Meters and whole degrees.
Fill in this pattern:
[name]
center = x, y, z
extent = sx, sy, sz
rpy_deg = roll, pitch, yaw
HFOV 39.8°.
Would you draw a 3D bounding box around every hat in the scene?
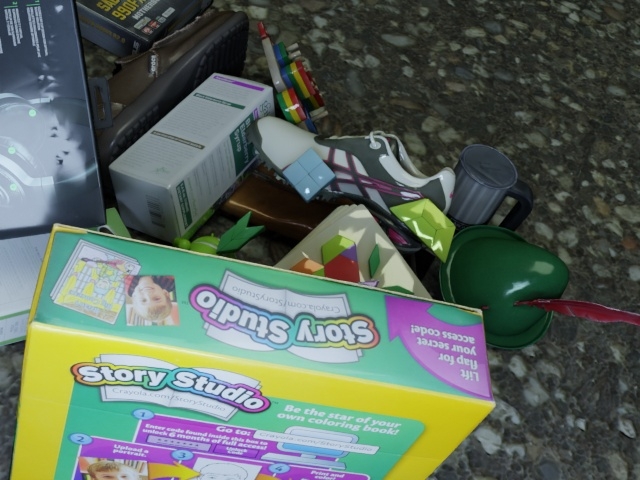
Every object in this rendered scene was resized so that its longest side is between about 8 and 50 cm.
[hat]
center = 0.284, 0.038, 1.114
extent = 0.208, 0.183, 0.173
rpy_deg = 13, 67, -20

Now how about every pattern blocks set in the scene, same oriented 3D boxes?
[pattern blocks set]
center = 0.036, 0.067, 0.995
extent = 0.325, 0.026, 0.285
rpy_deg = 39, 87, 6

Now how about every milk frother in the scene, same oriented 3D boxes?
[milk frother]
center = 0.222, -0.078, 1.252
extent = 0.129, 0.135, 0.143
rpy_deg = 7, 49, -19

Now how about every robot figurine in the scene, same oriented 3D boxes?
[robot figurine]
center = -0.141, 0.041, 1.037
extent = 0.101, 0.067, 0.115
rpy_deg = 51, 45, -15

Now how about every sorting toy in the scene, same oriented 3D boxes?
[sorting toy]
center = -0.029, -0.216, 1.254
extent = 0.046, 0.132, 0.274
rpy_deg = -25, 38, 7

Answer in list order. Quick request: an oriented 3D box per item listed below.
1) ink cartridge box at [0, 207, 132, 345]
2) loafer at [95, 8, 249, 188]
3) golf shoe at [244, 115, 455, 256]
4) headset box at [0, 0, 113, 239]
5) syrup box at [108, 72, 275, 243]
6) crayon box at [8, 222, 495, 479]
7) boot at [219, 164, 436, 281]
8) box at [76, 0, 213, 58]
[ink cartridge box]
center = -0.306, 0.041, 0.969
extent = 0.209, 0.062, 0.109
rpy_deg = -15, 58, -33
[loafer]
center = -0.218, -0.219, 1.186
extent = 0.130, 0.134, 0.366
rpy_deg = 26, 45, 13
[golf shoe]
center = 0.038, -0.095, 1.083
extent = 0.272, 0.120, 0.105
rpy_deg = 32, 24, 11
[headset box]
center = -0.358, -0.126, 0.905
extent = 0.283, 0.246, 0.131
rpy_deg = -9, 13, -12
[syrup box]
center = -0.152, -0.109, 1.119
extent = 0.096, 0.093, 0.237
rpy_deg = 19, 46, 23
[crayon box]
center = -0.079, 0.152, 0.794
extent = 0.362, 0.313, 0.106
rpy_deg = 12, 47, -14
[boot]
center = 0.000, 0.000, 1.119
extent = 0.280, 0.096, 0.264
rpy_deg = 27, 49, 4
[box]
center = -0.287, -0.377, 1.350
extent = 0.183, 0.056, 0.231
rpy_deg = 30, 45, 3
